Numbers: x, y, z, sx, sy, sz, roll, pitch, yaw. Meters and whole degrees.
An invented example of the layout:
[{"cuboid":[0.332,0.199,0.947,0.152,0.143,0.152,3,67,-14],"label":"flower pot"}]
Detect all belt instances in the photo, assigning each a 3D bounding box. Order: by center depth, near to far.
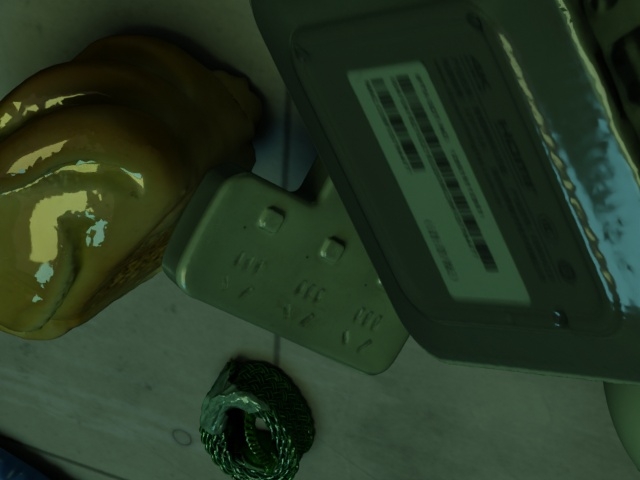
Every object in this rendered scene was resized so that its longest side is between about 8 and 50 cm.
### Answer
[{"cuboid":[-0.076,0.207,1.739,0.121,0.079,0.151,9,128,21],"label":"belt"}]

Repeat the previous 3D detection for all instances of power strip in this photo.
[{"cuboid":[0.000,0.000,1.471,0.265,0.193,0.059,26,-177,-35],"label":"power strip"}]

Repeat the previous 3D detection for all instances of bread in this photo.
[{"cuboid":[-0.237,-0.053,1.498,0.211,0.270,0.315,47,130,8],"label":"bread"}]

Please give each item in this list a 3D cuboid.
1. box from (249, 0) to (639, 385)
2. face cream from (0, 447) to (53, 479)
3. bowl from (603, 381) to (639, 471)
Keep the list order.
[{"cuboid":[0.134,-0.075,1.262,0.396,0.111,0.396,0,121,59],"label":"box"},{"cuboid":[-0.410,0.319,1.996,0.264,0.083,0.149,32,132,0],"label":"face cream"},{"cuboid":[0.400,0.142,1.336,0.354,0.185,0.354,9,134,10],"label":"bowl"}]
